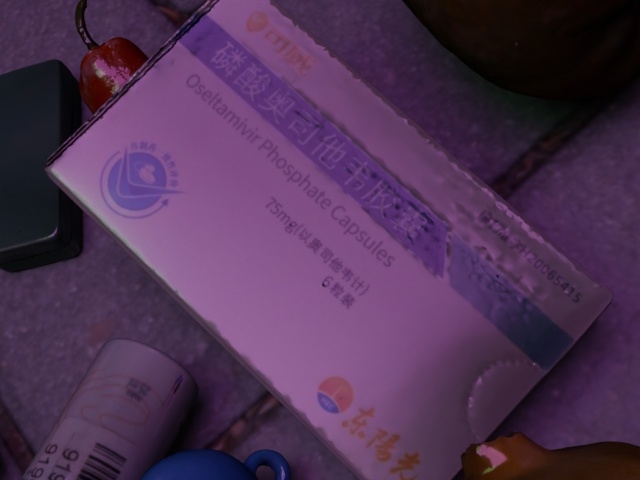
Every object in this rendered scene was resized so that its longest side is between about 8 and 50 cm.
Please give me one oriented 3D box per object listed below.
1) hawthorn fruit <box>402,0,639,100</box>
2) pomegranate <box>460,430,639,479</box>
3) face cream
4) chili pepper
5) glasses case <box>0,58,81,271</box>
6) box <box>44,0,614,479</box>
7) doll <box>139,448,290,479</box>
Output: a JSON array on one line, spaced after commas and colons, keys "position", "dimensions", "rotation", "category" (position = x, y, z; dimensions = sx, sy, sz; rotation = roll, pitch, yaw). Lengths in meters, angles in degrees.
[{"position": [0.157, -0.263, 0.695], "dimensions": [0.267, 0.268, 0.301], "rotation": [-34, 57, -1], "category": "hawthorn fruit"}, {"position": [0.134, 0.215, 0.495], "dimensions": [0.233, 0.233, 0.233], "rotation": [-7, 64, 14], "category": "pomegranate"}, {"position": [-0.174, 0.195, 0.643], "dimensions": [0.082, 0.082, 0.269], "rotation": [12, 57, 22], "category": "face cream"}, {"position": [-0.147, -0.093, 0.811], "dimensions": [0.071, 0.063, 0.272], "rotation": [-29, 72, 0], "category": "chili pepper"}, {"position": [-0.250, -0.067, 0.845], "dimensions": [0.077, 0.039, 0.184], "rotation": [-13, 62, 11], "category": "glasses case"}, {"position": [0.000, 0.000, 0.665], "dimensions": [0.343, 0.065, 0.200], "rotation": [42, 84, 12], "category": "box"}, {"position": [-0.089, 0.295, 0.583], "dimensions": [0.199, 0.145, 0.363], "rotation": [29, 61, -14], "category": "doll"}]
